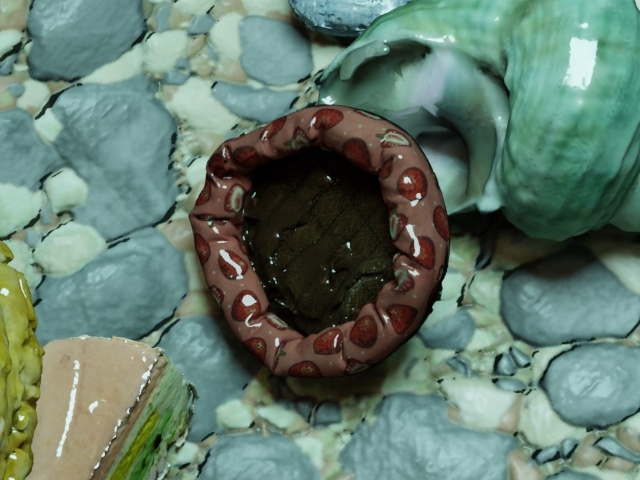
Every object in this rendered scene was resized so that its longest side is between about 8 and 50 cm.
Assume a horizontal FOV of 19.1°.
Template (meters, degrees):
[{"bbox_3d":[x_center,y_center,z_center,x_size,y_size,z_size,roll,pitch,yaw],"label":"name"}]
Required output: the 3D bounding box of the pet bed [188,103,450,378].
[{"bbox_3d":[0.000,0.000,1.305,0.201,0.053,0.201,0,89,31],"label":"pet bed"}]

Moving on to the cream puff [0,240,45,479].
[{"bbox_3d":[-0.334,0.103,1.184,0.343,0.231,0.327,-24,64,8],"label":"cream puff"}]

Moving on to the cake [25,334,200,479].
[{"bbox_3d":[-0.174,0.170,1.259,0.090,0.109,0.225,20,68,17],"label":"cake"}]

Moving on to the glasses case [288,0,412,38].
[{"bbox_3d":[0.037,-0.281,1.468,0.109,0.067,0.282,2,63,7],"label":"glasses case"}]

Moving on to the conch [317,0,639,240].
[{"bbox_3d":[0.145,-0.090,1.308,0.277,0.195,0.220,26,110,-4],"label":"conch"}]
